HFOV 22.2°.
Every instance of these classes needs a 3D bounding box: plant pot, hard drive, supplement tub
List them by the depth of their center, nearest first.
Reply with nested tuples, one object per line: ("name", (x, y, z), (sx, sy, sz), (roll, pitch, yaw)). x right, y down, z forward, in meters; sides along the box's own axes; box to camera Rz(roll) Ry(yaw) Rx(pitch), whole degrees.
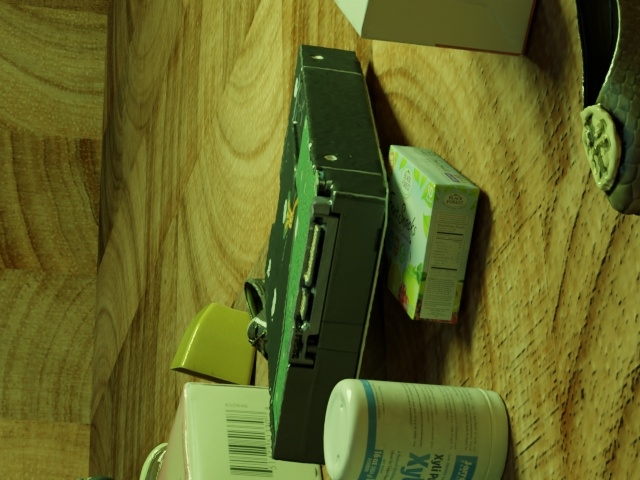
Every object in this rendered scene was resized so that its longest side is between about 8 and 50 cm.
("supplement tub", (0.061, 0.127, 1.061), (0.071, 0.107, 0.071), (-175, 90, -77))
("hard drive", (0.000, 0.000, 1.361), (0.339, 0.064, 0.237), (-95, 13, -66))
("plant pot", (-0.115, 0.116, 1.845), (0.081, 0.081, 0.083), (157, 129, -74))

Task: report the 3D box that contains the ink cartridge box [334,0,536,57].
("ink cartridge box", (0.068, -0.191, 1.140), (0.198, 0.115, 0.067), (-113, 31, -65))

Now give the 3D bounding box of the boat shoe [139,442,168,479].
("boat shoe", (-0.162, 0.368, 1.940), (0.095, 0.095, 0.257), (-17, 73, 60))

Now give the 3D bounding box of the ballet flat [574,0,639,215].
("ballet flat", (0.153, -0.133, 0.888), (0.084, 0.058, 0.250), (130, 143, -68))

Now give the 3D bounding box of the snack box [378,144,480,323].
("snack box", (0.075, -0.007, 1.198), (0.141, 0.037, 0.100), (-127, 45, -72))

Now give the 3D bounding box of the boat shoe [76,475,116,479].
("boat shoe", (-0.236, 0.403, 1.602), (0.187, 0.156, 0.500), (55, -172, -28))

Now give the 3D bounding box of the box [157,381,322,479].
("box", (-0.088, 0.266, 1.569), (0.148, 0.127, 0.232), (-99, 20, -44))

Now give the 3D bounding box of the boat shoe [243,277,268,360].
("boat shoe", (-0.051, 0.093, 1.644), (0.152, 0.049, 0.056), (-105, 25, -53))
